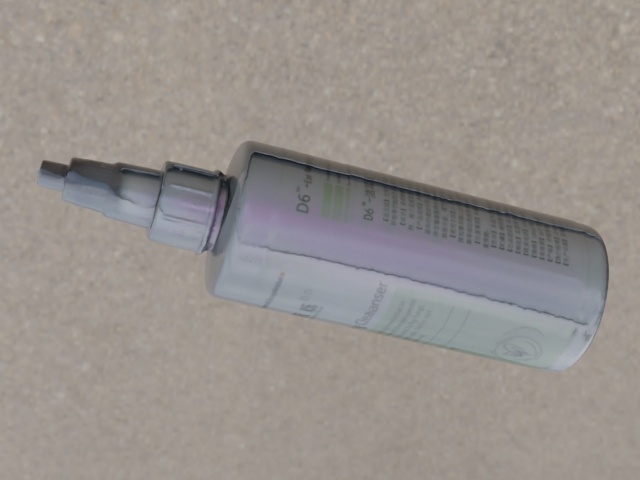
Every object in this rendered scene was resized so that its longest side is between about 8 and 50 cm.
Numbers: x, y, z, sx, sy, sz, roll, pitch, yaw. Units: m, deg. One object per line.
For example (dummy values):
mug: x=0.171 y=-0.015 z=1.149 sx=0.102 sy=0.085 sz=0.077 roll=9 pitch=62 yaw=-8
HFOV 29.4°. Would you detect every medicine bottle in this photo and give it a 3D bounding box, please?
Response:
medicine bottle: x=0.000 y=0.000 z=0.428 sx=0.199 sy=0.058 sz=0.058 roll=13 pitch=146 yaw=-13
